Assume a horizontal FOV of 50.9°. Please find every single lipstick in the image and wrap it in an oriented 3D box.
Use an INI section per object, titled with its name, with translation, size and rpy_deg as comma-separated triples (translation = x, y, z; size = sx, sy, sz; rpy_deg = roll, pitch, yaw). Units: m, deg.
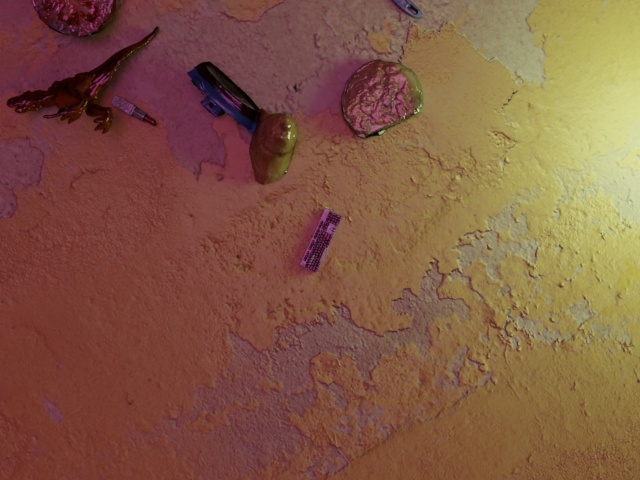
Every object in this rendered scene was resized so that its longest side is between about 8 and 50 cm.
[lipstick]
translation = -0.479, -0.332, 1.742
size = 0.129, 0.030, 0.030
rpy_deg = 30, 93, -1

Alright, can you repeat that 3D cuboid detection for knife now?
[knife]
translation = 0.139, -0.671, 1.726
size = 0.313, 0.019, 0.044
rpy_deg = 42, 95, 0

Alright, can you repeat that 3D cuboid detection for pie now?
[pie]
translation = 0.154, -0.370, 1.723
size = 0.218, 0.052, 0.185
rpy_deg = -23, 94, 4

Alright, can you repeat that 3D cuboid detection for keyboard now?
[keyboard]
translation = 0.000, 0.000, 1.762
size = 0.055, 0.017, 0.166
rpy_deg = 24, 93, -1

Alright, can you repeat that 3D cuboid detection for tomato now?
[tomato]
translation = -0.612, -0.619, 1.701
size = 0.224, 0.085, 0.225
rpy_deg = 0, 97, 1

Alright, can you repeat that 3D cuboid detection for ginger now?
[ginger]
translation = -0.118, -0.231, 1.707
size = 0.115, 0.122, 0.193
rpy_deg = 7, 101, -13

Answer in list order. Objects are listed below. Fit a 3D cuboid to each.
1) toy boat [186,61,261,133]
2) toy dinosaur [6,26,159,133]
[toy boat]
translation = -0.248, -0.355, 1.709
size = 0.223, 0.100, 0.097
rpy_deg = 43, 120, -1
[toy dinosaur]
translation = -0.578, -0.375, 1.698
size = 0.431, 0.097, 0.208
rpy_deg = -22, 60, -2
